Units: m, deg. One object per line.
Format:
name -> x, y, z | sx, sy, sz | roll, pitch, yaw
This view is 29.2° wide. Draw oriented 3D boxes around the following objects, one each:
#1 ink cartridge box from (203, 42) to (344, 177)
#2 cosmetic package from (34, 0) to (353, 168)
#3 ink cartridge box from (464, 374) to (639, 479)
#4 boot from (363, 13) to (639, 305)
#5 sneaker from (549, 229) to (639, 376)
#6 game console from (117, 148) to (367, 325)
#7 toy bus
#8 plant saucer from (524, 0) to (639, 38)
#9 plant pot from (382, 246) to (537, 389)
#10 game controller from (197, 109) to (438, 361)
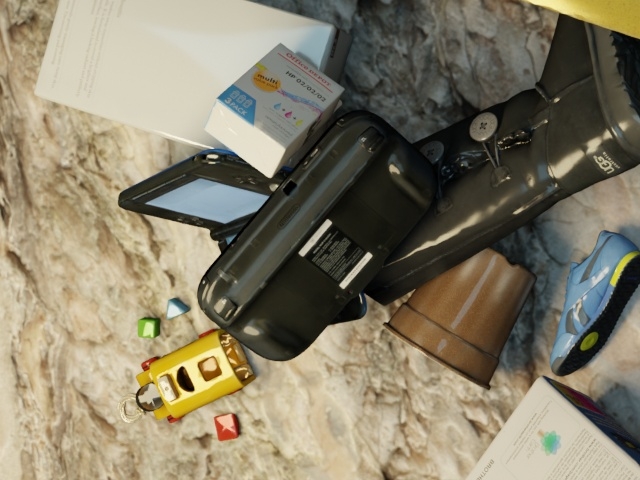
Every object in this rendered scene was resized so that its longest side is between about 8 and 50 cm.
ink cartridge box -> -0.046, -0.170, 1.503 | 0.104, 0.181, 0.061 | 36, 139, 5
cosmetic package -> -0.170, -0.241, 1.689 | 0.385, 0.156, 0.217 | 20, 98, 8
ink cartridge box -> 0.355, 0.398, 1.526 | 0.270, 0.151, 0.395 | -57, 42, 10
boot -> 0.221, -0.147, 1.607 | 0.445, 0.367, 0.146 | -32, 122, 33
sneaker -> 0.359, 0.084, 1.660 | 0.082, 0.069, 0.209 | 41, 112, 39
game console -> -0.110, 0.014, 1.615 | 0.250, 0.293, 0.173 | 13, 73, -30
toy bus -> -0.198, 0.200, 1.750 | 0.191, 0.104, 0.202 | 18, 97, 10
plant saucer -> 0.370, -0.405, 1.495 | 0.332, 0.081, 0.333 | 22, 58, 15
plant pot -> 0.196, 0.087, 1.642 | 0.167, 0.167, 0.165 | 32, 92, 7
game controller -> 0.000, 0.000, 1.481 | 0.166, 0.067, 0.319 | 38, 96, -32
